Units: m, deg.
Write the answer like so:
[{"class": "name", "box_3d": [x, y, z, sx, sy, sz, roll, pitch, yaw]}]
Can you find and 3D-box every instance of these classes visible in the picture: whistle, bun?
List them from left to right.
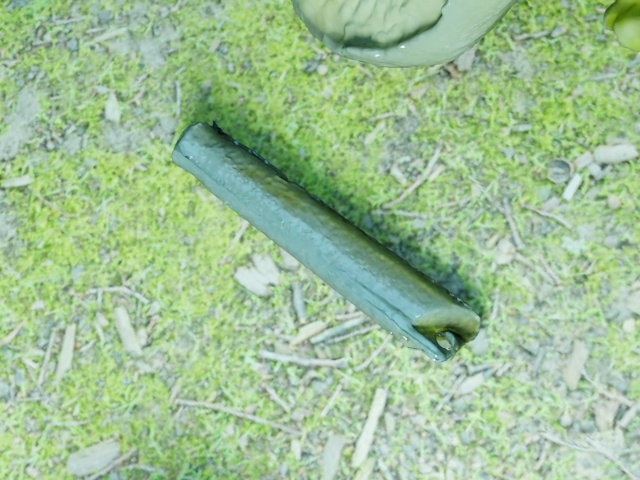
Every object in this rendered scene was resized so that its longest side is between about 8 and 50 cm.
[{"class": "whistle", "box_3d": [0.000, 0.001, 1.426, 0.326, 0.057, 0.068, 38, 42, 18]}, {"class": "bun", "box_3d": [0.101, -0.330, 1.381, 0.202, 0.364, 0.364, -8, 68, -30]}]

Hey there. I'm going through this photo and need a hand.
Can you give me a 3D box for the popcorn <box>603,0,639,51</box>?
[{"class": "popcorn", "box_3d": [0.367, -0.282, 1.315, 0.312, 0.312, 0.312, -3, 73, 11]}]
